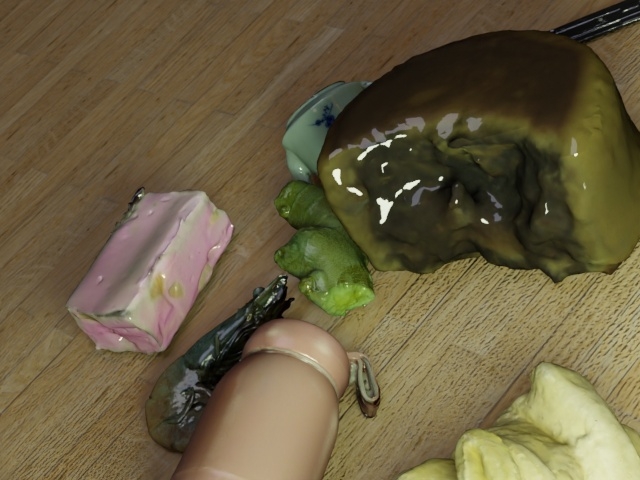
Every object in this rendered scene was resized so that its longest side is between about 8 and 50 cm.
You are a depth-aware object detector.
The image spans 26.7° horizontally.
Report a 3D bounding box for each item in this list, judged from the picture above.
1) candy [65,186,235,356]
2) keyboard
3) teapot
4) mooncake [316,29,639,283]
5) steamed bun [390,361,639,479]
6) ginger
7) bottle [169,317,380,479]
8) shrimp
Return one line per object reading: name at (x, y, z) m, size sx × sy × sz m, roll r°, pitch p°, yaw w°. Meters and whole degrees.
candy at (-0.259, 0.044, 2.077) m, size 0.155 × 0.116 × 0.265 m, roll 1°, pitch 48°, yaw 35°
keyboard at (0.437, -0.338, 2.103) m, size 0.204 × 0.013 × 0.061 m, roll -20°, pitch 39°, yaw 15°
teapot at (0.038, -0.157, 2.088) m, size 0.232 × 0.159 × 0.159 m, roll -40°, pitch 36°, yaw 10°
mooncake at (0.226, -0.087, 1.775) m, size 0.393 × 0.246 × 0.394 m, roll -37°, pitch 39°, yaw -4°
steamed bun at (0.183, 0.303, 1.383) m, size 0.372 × 0.230 × 0.325 m, roll -41°, pitch 30°, yaw -5°
ginger at (0.002, 0.002, 1.950) m, size 0.137 × 0.089 × 0.290 m, roll -8°, pitch 38°, yaw 4°
bottle at (-0.050, 0.245, 1.677) m, size 0.206 × 0.173 × 0.297 m, roll 17°, pitch 50°, yaw 7°
shrimp at (-0.120, 0.180, 1.868) m, size 0.289 × 0.075 × 0.178 m, roll -39°, pitch 46°, yaw -11°
